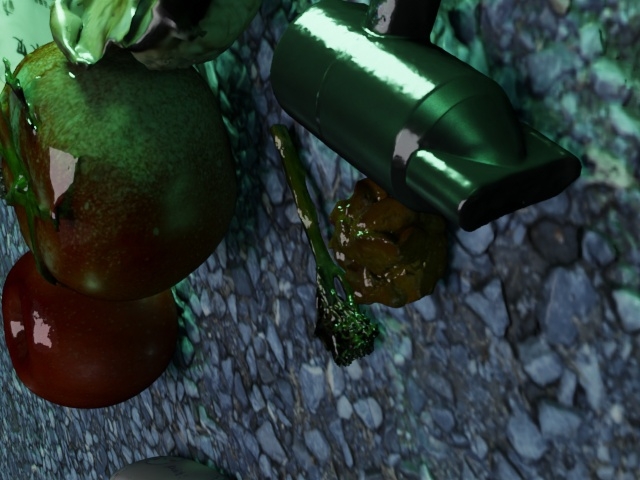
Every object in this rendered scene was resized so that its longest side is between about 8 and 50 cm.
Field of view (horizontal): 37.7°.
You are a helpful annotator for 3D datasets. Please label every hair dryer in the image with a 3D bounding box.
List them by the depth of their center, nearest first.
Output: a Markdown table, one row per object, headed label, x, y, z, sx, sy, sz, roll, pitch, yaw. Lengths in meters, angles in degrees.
| label | x | y | z | sx | sy | sz | roll | pitch | yaw |
| --- | --- | --- | --- | --- | --- | --- | --- | --- | --- |
| hair dryer | 0.093 | -0.172 | 0.663 | 0.244 | 0.116 | 0.302 | 40 | 127 | 41 |

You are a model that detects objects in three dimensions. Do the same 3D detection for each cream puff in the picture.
| label | x | y | z | sx | sy | sz | roll | pitch | yaw |
| --- | --- | --- | --- | --- | --- | --- | --- | --- | --- |
| cream puff | 0.052 | 0.001 | 0.793 | 0.122 | 0.094 | 0.116 | -37 | 73 | 53 |

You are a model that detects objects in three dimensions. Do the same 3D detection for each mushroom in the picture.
| label | x | y | z | sx | sy | sz | roll | pitch | yaw |
| --- | --- | --- | --- | --- | --- | --- | --- | --- | --- |
| mushroom | -0.171 | -0.267 | 0.945 | 0.344 | 0.130 | 0.247 | 26 | 81 | 46 |

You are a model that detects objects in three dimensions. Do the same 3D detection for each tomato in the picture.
| label | x | y | z | sx | sy | sz | roll | pitch | yaw |
| --- | --- | --- | --- | --- | --- | --- | --- | --- | --- |
| tomato | -0.228 | -0.092 | 1.062 | 0.303 | 0.239 | 0.303 | 40 | 138 | 49 |

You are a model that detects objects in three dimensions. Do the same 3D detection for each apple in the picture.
| label | x | y | z | sx | sy | sz | roll | pitch | yaw |
| --- | --- | --- | --- | --- | --- | --- | --- | --- | --- |
| apple | -0.331 | 0.107 | 1.341 | 0.260 | 0.217 | 0.260 | 22 | 116 | 54 |

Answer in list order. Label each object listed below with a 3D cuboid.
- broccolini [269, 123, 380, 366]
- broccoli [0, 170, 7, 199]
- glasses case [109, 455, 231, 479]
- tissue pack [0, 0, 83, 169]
| label | x | y | z | sx | sy | sz | roll | pitch | yaw |
| --- | --- | --- | --- | --- | --- | --- | --- | --- | --- |
| broccolini | 0.002 | 0.002 | 0.945 | 0.057 | 0.071 | 0.254 | 37 | -143 | -72 |
| broccoli | -0.481 | -0.187 | 1.516 | 0.176 | 0.198 | 0.226 | 66 | -152 | -64 |
| glasses case | -0.210 | 0.361 | 1.337 | 0.297 | 0.113 | 0.075 | -2 | 98 | 58 |
| tissue pack | -0.415 | -0.258 | 1.259 | 0.195 | 0.375 | 0.390 | -17 | 83 | 19 |
